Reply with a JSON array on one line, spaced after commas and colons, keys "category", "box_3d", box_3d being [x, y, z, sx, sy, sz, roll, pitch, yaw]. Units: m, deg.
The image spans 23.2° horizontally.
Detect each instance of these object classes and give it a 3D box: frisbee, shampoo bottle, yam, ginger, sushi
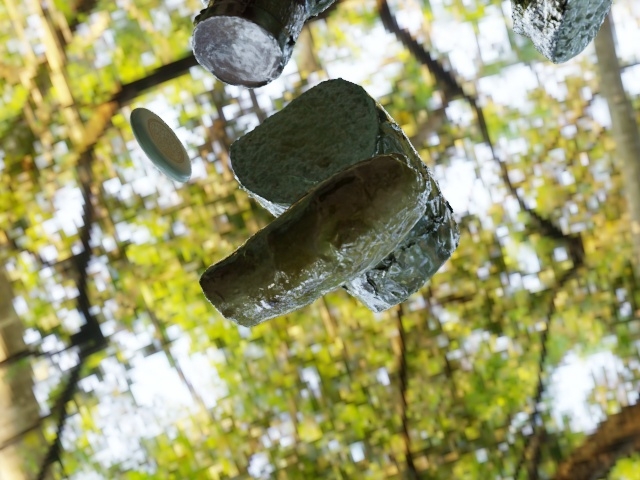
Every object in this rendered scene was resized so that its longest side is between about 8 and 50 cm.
[{"category": "frisbee", "box_3d": [-0.194, -0.118, 1.911, 0.014, 0.110, 0.110, -34, -157, 18]}, {"category": "shampoo bottle", "box_3d": [-0.017, -0.253, 1.231, 0.129, 0.084, 0.323, -8, -136, 28]}, {"category": "yam", "box_3d": [0.050, -0.042, 1.956, 0.202, 0.271, 0.201, -38, -134, 2]}, {"category": "ginger", "box_3d": [0.000, 0.000, 1.656, 0.263, 0.109, 0.116, -32, -121, 12]}, {"category": "sushi", "box_3d": [0.343, -0.361, 2.217, 0.124, 0.225, 0.127, -34, -113, -24]}]
